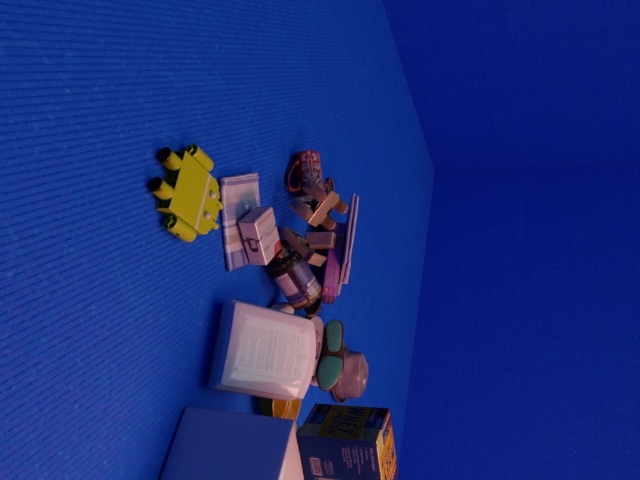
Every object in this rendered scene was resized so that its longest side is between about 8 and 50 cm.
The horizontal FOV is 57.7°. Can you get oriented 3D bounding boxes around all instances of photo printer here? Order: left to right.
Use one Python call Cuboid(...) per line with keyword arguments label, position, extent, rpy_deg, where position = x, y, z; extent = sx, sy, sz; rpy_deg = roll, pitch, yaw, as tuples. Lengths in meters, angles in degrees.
Cuboid(label="photo printer", position=(-0.153, 0.325, 1.689), extent=(0.307, 0.107, 0.256), rpy_deg=(17, 70, -29))

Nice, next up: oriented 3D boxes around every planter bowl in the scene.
Cuboid(label="planter bowl", position=(-0.146, 0.518, 1.912), extent=(0.217, 0.090, 0.217), rpy_deg=(0, 90, -68))

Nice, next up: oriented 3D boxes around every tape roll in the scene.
Cuboid(label="tape roll", position=(-0.052, 0.389, 2.160), extent=(0.219, 0.072, 0.219), rpy_deg=(-1, 90, -67))

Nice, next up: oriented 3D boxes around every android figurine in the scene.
Cuboid(label="android figurine", position=(-0.337, -0.118, 1.507), extent=(0.273, 0.056, 0.248), rpy_deg=(49, 46, -55))

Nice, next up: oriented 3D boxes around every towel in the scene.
Cuboid(label="towel", position=(-0.236, -0.063, 1.773), extent=(0.209, 0.034, 0.285), rpy_deg=(-21, 110, -65))

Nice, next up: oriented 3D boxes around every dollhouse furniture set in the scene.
Cuboid(label="dollhouse furniture set", position=(-0.006, -0.057, 2.009), extent=(0.242, 0.161, 0.212), rpy_deg=(-53, 156, 7))

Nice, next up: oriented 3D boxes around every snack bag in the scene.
Cuboid(label="snack bag", position=(0.107, 0.031, 2.339), extent=(0.342, 0.037, 0.323), rpy_deg=(99, -1, -61))

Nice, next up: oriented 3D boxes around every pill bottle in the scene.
Cuboid(label="pill bottle", position=(-0.095, 0.113, 1.930), extent=(0.219, 0.123, 0.123), rpy_deg=(58, 32, -12))

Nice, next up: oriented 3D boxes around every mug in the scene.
Cuboid(label="mug", position=(-0.050, -0.238, 2.112), extent=(0.150, 0.113, 0.169), rpy_deg=(11, 73, -64))

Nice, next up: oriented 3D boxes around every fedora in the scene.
Cuboid(label="fedora", position=(0.134, 0.577, 2.535), extent=(0.243, 0.124, 0.275), rpy_deg=(3, 87, -68))

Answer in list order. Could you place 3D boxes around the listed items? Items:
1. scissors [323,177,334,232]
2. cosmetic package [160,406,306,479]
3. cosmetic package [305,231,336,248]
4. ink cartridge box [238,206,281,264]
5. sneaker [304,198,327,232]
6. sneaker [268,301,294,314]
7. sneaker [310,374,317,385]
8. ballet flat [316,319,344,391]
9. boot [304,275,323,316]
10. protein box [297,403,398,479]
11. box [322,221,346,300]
Cuboid(label="scissors", position=(0.043, -0.115, 2.451), extent=(0.109, 0.021, 0.297), rpy_deg=(-38, 124, -62))
Cuboid(label="cosmetic package", position=(-0.181, 0.675, 1.519), extent=(0.394, 0.329, 0.327), rpy_deg=(63, 35, -49))
Cuboid(label="cosmetic package", position=(0.000, 0.000, 2.227), extent=(0.041, 0.115, 0.060), rpy_deg=(35, 59, -60))
Cuboid(label="ink cartridge box", position=(-0.183, -0.016, 1.777), extent=(0.109, 0.063, 0.150), rpy_deg=(-50, 136, -51))
Cuboid(label="sneaker", position=(-0.012, -0.112, 2.265), extent=(0.191, 0.071, 0.083), rpy_deg=(68, 26, -42))
Cuboid(label="sneaker", position=(-0.136, 0.316, 1.888), extent=(0.297, 0.129, 0.111), rpy_deg=(-65, 146, -47))
Cuboid(label="sneaker", position=(0.008, 0.471, 2.308), extent=(0.115, 0.090, 0.232), rpy_deg=(62, 44, -59))
Cuboid(label="ballet flat", position=(0.050, 0.440, 2.198), extent=(0.096, 0.095, 0.280), rpy_deg=(73, 25, -61))
Cuboid(label="boot", position=(-0.018, 0.248, 2.199), extent=(0.198, 0.077, 0.137), rpy_deg=(-85, 166, -52))
Cuboid(label="protein box", position=(0.071, 0.533, 1.447), extent=(0.136, 0.201, 0.200), rpy_deg=(-44, 129, -63))
Cuboid(label="box", position=(0.050, 0.094, 2.312), extent=(0.201, 0.057, 0.293), rpy_deg=(96, 2, -75))
